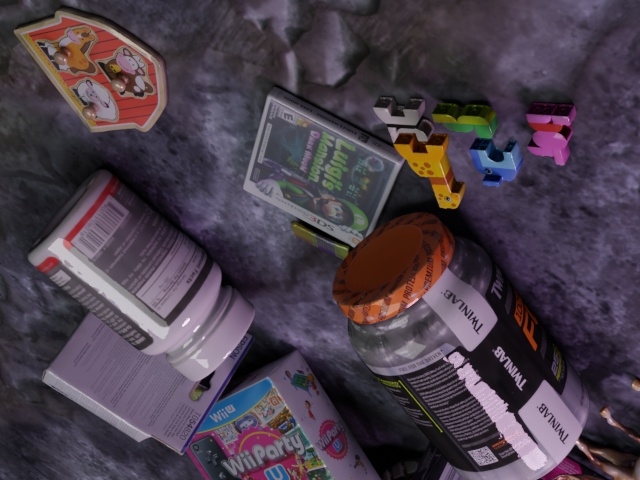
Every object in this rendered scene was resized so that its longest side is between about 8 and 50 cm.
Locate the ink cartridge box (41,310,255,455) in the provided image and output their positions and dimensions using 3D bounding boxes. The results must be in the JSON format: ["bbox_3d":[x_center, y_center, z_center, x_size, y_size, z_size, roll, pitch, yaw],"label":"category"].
[{"bbox_3d":[-0.239,0.167,1.946,0.224,0.223,0.045,32,146,1],"label":"ink cartridge box"}]

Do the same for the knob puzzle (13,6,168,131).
[{"bbox_3d":[-0.267,-0.201,1.680,0.213,0.030,0.213,20,143,16],"label":"knob puzzle"}]

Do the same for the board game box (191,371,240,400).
[{"bbox_3d":[-0.221,0.247,2.188,0.346,0.056,0.208,24,149,10],"label":"board game box"}]

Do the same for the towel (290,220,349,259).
[{"bbox_3d":[0.000,0.000,1.729,0.083,0.009,0.060,26,168,10],"label":"towel"}]

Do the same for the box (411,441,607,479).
[{"bbox_3d":[0.247,0.364,1.875,0.247,0.163,0.142,29,144,3],"label":"box"}]

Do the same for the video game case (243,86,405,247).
[{"bbox_3d":[0.000,-0.080,1.636,0.173,0.022,0.190,27,145,5],"label":"video game case"}]

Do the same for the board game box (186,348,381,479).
[{"bbox_3d":[-0.048,0.338,2.013,0.224,0.097,0.303,-29,96,37],"label":"board game box"}]

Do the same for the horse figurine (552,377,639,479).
[{"bbox_3d":[0.402,0.276,1.739,0.174,0.066,0.263,39,143,-1],"label":"horse figurine"}]

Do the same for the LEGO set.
[{"bbox_3d":[0.157,-0.086,1.456,0.227,0.087,0.093,7,138,32],"label":"LEGO set"}]

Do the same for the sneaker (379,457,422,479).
[{"bbox_3d":[0.121,0.389,2.080,0.267,0.101,0.106,-27,162,35],"label":"sneaker"}]

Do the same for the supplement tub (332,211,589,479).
[{"bbox_3d":[0.163,0.129,1.623,0.193,0.194,0.316,-11,128,44],"label":"supplement tub"}]

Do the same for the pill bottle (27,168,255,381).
[{"bbox_3d":[-0.237,0.051,1.854,0.283,0.161,0.161,41,144,-14],"label":"pill bottle"}]
